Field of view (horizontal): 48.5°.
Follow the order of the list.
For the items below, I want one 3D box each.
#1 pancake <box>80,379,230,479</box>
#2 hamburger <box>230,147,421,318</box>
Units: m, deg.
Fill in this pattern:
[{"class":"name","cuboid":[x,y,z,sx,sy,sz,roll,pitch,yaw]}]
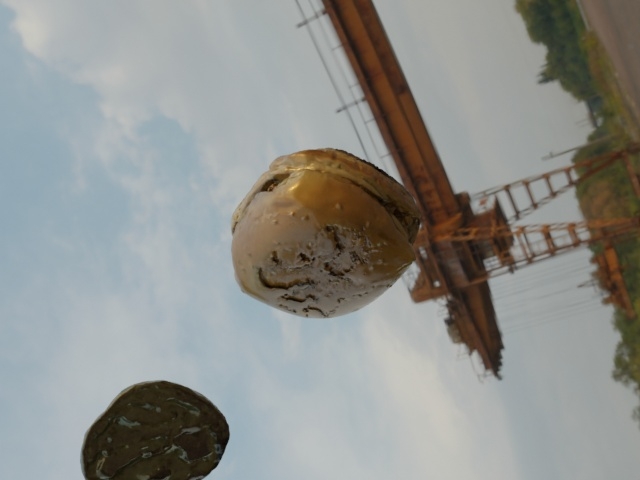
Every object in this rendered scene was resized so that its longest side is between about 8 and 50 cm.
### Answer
[{"class":"pancake","cuboid":[-0.325,0.399,1.418,0.294,0.295,0.049,55,177,-30]},{"class":"hamburger","cuboid":[0.007,-0.002,1.187,0.284,0.304,0.174,21,-133,-20]}]
